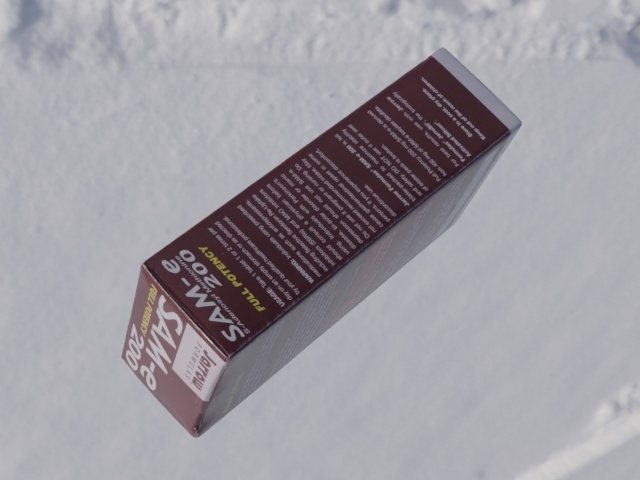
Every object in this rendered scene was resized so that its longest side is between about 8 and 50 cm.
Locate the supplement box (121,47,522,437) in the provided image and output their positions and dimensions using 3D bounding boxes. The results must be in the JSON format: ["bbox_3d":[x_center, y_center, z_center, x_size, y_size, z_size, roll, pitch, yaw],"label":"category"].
[{"bbox_3d":[0.000,0.000,0.705,0.239,0.073,0.130,-38,167,-29],"label":"supplement box"}]
